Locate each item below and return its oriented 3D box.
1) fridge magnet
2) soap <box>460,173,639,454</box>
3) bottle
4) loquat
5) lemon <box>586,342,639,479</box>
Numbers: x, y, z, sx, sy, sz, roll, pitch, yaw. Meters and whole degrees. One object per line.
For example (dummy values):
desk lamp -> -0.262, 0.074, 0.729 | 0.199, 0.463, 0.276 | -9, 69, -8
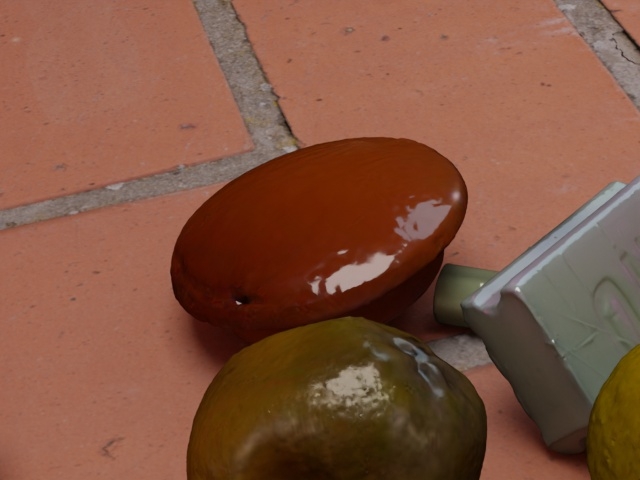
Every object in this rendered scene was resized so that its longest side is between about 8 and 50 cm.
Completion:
fridge magnet -> 0.000, 0.000, 2.199 | 0.364, 0.155, 0.363 | -15, 28, 9
soap -> 0.335, 0.060, 2.038 | 0.347, 0.208, 0.115 | -35, 6, -35
bottle -> 0.234, 0.075, 2.156 | 0.202, 0.072, 0.072 | 9, 38, 20
loquat -> 0.017, 0.203, 1.832 | 0.284, 0.276, 0.276 | -45, 29, 21
lemon -> 0.391, 0.206, 1.791 | 0.268, 0.268, 0.322 | -10, 35, -5
